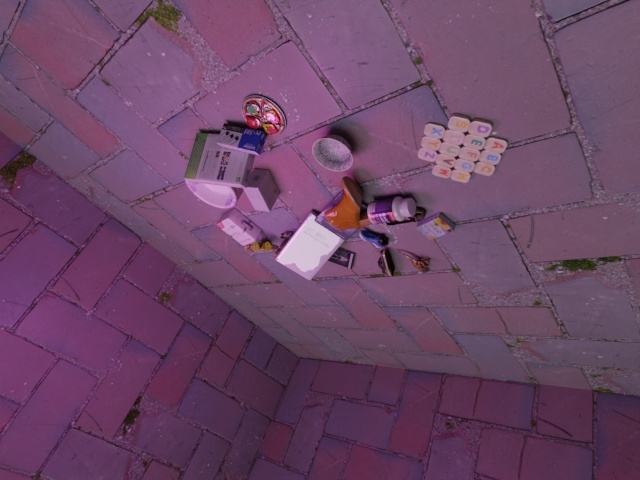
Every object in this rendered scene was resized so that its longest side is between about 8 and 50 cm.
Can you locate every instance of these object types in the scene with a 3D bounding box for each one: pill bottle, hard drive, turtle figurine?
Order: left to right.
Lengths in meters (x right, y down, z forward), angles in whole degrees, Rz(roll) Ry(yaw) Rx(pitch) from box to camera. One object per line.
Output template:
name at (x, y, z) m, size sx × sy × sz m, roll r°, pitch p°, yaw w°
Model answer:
turtle figurine at (-0.337, 0.044, 2.462) m, size 0.270 × 0.087 × 0.217 m, roll 13°, pitch 173°, yaw -4°
hard drive at (-0.051, 0.033, 2.149) m, size 0.233 × 0.047 × 0.353 m, roll 32°, pitch 117°, yaw -13°
pill bottle at (0.311, -0.133, 1.751) m, size 0.194 × 0.108 × 0.108 m, roll -6°, pitch 137°, yaw 41°

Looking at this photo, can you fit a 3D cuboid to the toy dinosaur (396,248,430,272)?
toy dinosaur at (0.489, 0.114, 2.045) m, size 0.211 × 0.064 × 0.112 m, roll 39°, pitch 147°, yaw -22°

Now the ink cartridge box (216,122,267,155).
ink cartridge box at (-0.338, -0.435, 1.728) m, size 0.207 × 0.097 × 0.046 m, roll 17°, pitch 175°, yaw 22°

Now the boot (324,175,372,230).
boot at (0.100, -0.151, 1.821) m, size 0.211 × 0.104 × 0.295 m, roll -12°, pitch 134°, yaw 33°

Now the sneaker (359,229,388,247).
sneaker at (0.272, -0.014, 2.001) m, size 0.152 × 0.058 × 0.085 m, roll 32°, pitch 154°, yaw -21°

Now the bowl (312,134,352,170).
bowl at (0.060, -0.364, 1.603) m, size 0.170 × 0.080 × 0.170 m, roll 18°, pitch 148°, yaw 12°

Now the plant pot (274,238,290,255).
plant pot at (-0.196, 0.049, 2.383) m, size 0.109 × 0.096 × 0.109 m, roll 30°, pitch 149°, yaw -8°

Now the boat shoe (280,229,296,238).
boat shoe at (-0.184, -0.033, 2.308) m, size 0.125 × 0.038 × 0.046 m, roll -7°, pitch 137°, yaw 41°

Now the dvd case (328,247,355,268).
dvd case at (0.087, 0.083, 2.317) m, size 0.221 × 0.018 × 0.164 m, roll 20°, pitch 147°, yaw 10°

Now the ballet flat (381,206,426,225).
ballet flat at (0.357, -0.100, 1.818) m, size 0.250 × 0.058 × 0.084 m, roll -6°, pitch 137°, yaw 40°

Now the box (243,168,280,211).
box at (-0.287, -0.245, 1.973) m, size 0.091 × 0.130 × 0.170 m, roll 8°, pitch 145°, yaw 23°

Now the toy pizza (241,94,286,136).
toy pizza at (-0.237, -0.501, 1.647) m, size 0.201 × 0.032 × 0.201 m, roll 18°, pitch 148°, yaw 12°

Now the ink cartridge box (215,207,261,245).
ink cartridge box at (-0.485, -0.077, 2.398) m, size 0.218 × 0.092 × 0.159 m, roll 43°, pitch 144°, yaw -25°

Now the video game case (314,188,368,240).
video game case at (0.117, -0.118, 1.948) m, size 0.196 × 0.026 × 0.274 m, roll 32°, pitch 140°, yaw -12°

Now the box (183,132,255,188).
box at (-0.449, -0.364, 1.811) m, size 0.322 × 0.232 × 0.058 m, roll 10°, pitch 171°, yaw 22°

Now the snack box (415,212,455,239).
snack box at (0.511, -0.061, 1.790) m, size 0.100 × 0.037 × 0.141 m, roll 37°, pitch 147°, yaw -18°

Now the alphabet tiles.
alphabet tiles at (0.495, -0.319, 1.431) m, size 0.278 × 0.021 × 0.284 m, roll 17°, pitch 148°, yaw 11°

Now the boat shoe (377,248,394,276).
boat shoe at (0.340, 0.122, 2.143) m, size 0.074 × 0.080 × 0.223 m, roll 2°, pitch 147°, yaw 24°

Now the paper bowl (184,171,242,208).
paper bowl at (-0.522, -0.305, 2.027) m, size 0.284 × 0.148 × 0.284 m, roll 18°, pitch 147°, yaw 12°
